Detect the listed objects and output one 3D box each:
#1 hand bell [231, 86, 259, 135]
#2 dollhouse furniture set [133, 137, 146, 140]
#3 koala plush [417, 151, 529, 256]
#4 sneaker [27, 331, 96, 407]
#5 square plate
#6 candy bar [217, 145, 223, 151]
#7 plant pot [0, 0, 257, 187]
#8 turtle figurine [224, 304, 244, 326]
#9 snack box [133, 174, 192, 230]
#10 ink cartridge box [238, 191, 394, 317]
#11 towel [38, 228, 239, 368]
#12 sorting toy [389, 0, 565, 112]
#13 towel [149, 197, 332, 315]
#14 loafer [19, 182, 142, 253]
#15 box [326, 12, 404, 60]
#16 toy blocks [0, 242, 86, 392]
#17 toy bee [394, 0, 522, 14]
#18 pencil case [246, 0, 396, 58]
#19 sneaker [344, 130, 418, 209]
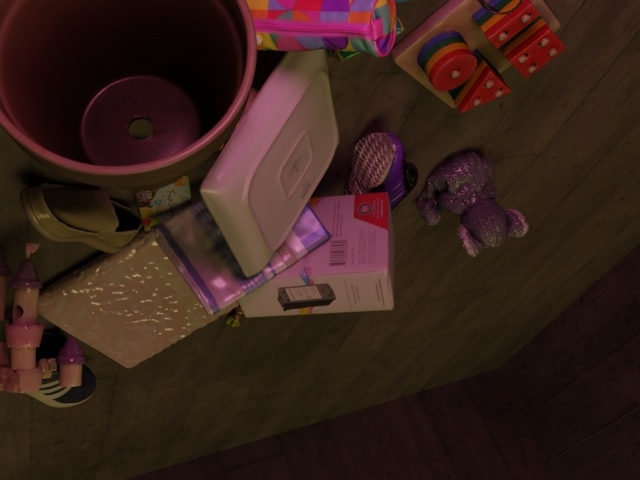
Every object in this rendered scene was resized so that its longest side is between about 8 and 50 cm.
[{"bbox_3d":[-0.152,-0.288,1.092,0.126,0.126,0.242,-18,139,-12],"label":"hand bell"},{"bbox_3d":[-0.320,-0.150,1.196,0.151,0.076,0.058,1,144,-39],"label":"dollhouse furniture set"},{"bbox_3d":[0.364,-0.072,1.739,0.196,0.221,0.203,-17,152,-13],"label":"koala plush"},{"bbox_3d":[-0.601,0.288,1.692,0.148,0.131,0.350,-25,153,11],"label":"sneaker"},{"bbox_3d":[-0.058,-0.135,1.241,0.347,0.049,0.344,-60,161,-19],"label":"square plate"},{"bbox_3d":[-0.163,-0.144,1.109,0.018,0.040,0.161,24,171,-19],"label":"candy bar"},{"bbox_3d":[-0.248,-0.194,0.969,0.323,0.323,0.280,-19,168,-11],"label":"plant pot"},{"bbox_3d":[-0.205,0.111,1.746,0.269,0.087,0.217,20,141,-21],"label":"turtle figurine"},{"bbox_3d":[-0.295,-0.081,1.383,0.100,0.037,0.141,-19,153,-15],"label":"snack box"},{"bbox_3d":[-0.007,0.028,1.488,0.306,0.226,0.131,-5,136,11],"label":"ink cartridge box"},{"bbox_3d":[-0.387,0.126,1.586,0.332,0.053,0.317,-30,137,11],"label":"towel"},{"bbox_3d":[0.301,-0.344,1.342,0.255,0.089,0.257,-37,151,23],"label":"sorting toy"},{"bbox_3d":[-0.150,-0.013,1.387,0.285,0.209,0.034,-33,169,-15],"label":"towel"},{"bbox_3d":[-0.410,-0.050,1.288,0.092,0.102,0.268,-32,162,12],"label":"loafer"},{"bbox_3d":[0.060,-0.323,1.149,0.105,0.043,0.179,-25,-164,1],"label":"box"},{"bbox_3d":[-0.600,0.138,1.358,0.288,0.260,0.309,-2,175,31],"label":"toy blocks"},{"bbox_3d":[0.119,-0.411,1.043,0.298,0.162,0.195,25,139,-25],"label":"toy bee"},{"bbox_3d":[-0.014,-0.304,1.020,0.236,0.104,0.104,6,163,23],"label":"pencil case"},{"bbox_3d":[0.147,-0.147,1.574,0.146,0.102,0.293,-19,158,-19],"label":"sneaker"}]
